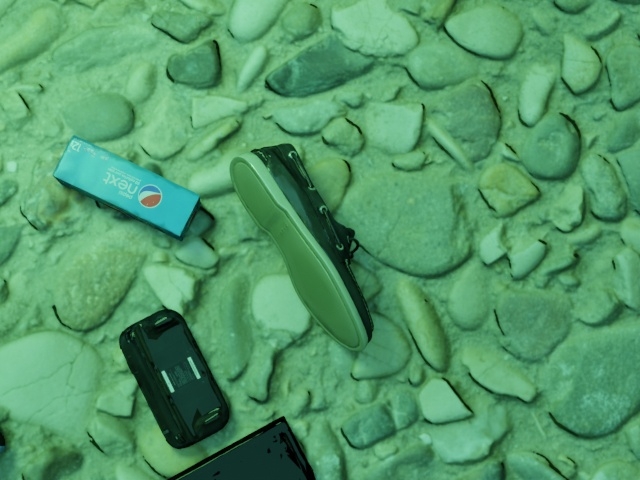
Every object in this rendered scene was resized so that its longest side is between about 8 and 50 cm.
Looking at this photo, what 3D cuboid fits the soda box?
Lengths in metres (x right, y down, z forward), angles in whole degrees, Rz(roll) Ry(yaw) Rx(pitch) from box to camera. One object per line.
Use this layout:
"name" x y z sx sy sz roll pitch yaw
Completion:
"soda box" -0.289 -0.077 1.418 0.210 0.067 0.071 25 81 -1

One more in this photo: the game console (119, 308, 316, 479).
"game console" -0.167 0.269 1.394 0.213 0.044 0.361 -27 86 -10

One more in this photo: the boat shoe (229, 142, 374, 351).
"boat shoe" -0.002 0.001 1.411 0.113 0.127 0.340 -31 83 -32

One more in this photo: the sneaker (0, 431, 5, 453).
"sneaker" -0.516 0.205 1.350 0.090 0.081 0.232 -42 86 -2
